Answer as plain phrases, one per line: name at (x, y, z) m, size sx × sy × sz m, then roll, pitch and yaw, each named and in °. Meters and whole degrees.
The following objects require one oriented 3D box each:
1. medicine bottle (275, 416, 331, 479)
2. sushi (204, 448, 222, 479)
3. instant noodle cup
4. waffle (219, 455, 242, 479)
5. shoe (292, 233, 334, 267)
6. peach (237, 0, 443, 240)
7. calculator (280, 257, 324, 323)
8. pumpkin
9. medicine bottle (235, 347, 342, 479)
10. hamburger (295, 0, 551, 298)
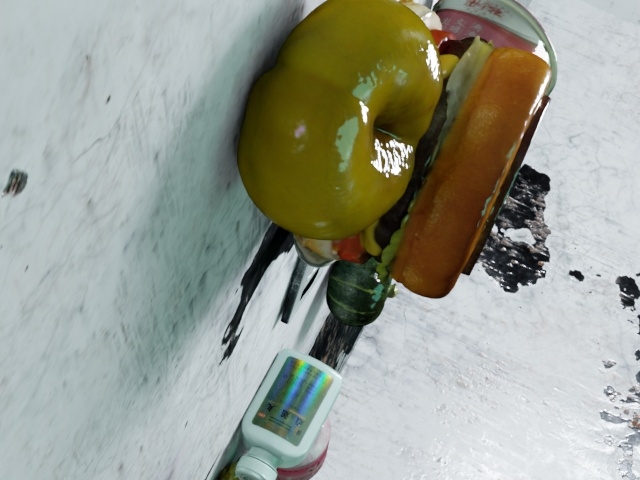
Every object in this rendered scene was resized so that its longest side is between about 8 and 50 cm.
medicine bottle at (-0.055, 0.361, 2.374) m, size 0.147 × 0.147 × 0.247 m, roll -62°, pitch 171°, yaw -22°
sushi at (-0.219, 0.393, 1.731) m, size 0.231 × 0.047 × 0.219 m, roll -63°, pitch 178°, yaw 21°
instant noodle cup at (0.226, -0.251, 2.073) m, size 0.178 × 0.235 × 0.235 m, roll -49°, pitch 165°, yaw -30°
waffle at (-0.174, 0.497, 2.265) m, size 0.291 × 0.051 × 0.291 m, roll 19°, pitch 90°, yaw -80°
shoe at (0.003, -0.020, 1.769) m, size 0.092 × 0.089 × 0.180 m, roll 111°, pitch 1°, yaw -45°
peach at (0.021, -0.121, 1.278) m, size 0.251 × 0.153 × 0.251 m, roll -61°, pitch 166°, yaw -26°
calculator at (0.000, 0.000, 2.039) m, size 0.161 × 0.021 × 0.262 m, roll -56°, pitch 168°, yaw -48°
pumpkin at (0.077, 0.077, 2.429) m, size 0.167 × 0.125 × 0.167 m, roll -43°, pitch 146°, yaw -38°
medicine bottle at (-0.062, 0.301, 2.206) m, size 0.229 × 0.121 × 0.083 m, roll -61°, pitch 172°, yaw -24°
hamburger at (0.106, -0.106, 1.550) m, size 0.330 × 0.250 × 0.330 m, roll -63°, pitch 174°, yaw -11°
